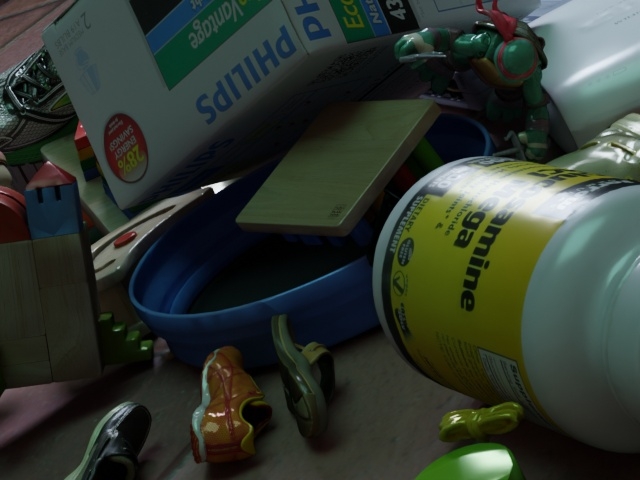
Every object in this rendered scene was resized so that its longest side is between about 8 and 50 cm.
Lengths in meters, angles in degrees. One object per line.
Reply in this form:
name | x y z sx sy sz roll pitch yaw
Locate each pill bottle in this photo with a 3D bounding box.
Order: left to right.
pill bottle | 0.189 0.045 1.344 0.188 0.188 0.334 -33 20 -19

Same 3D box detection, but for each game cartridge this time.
game cartridge | 0.215 -0.223 2.169 0.196 0.060 0.294 -33 14 -7

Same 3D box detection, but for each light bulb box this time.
light bulb box | -0.034 -0.233 1.971 0.361 0.225 0.358 -17 -13 -44

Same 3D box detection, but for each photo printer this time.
photo printer | 0.328 -0.182 1.869 0.256 0.107 0.307 -26 19 4

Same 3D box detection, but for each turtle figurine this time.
turtle figurine | 0.161 -0.154 1.759 0.118 0.175 0.234 -46 5 1

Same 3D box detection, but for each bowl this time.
bowl | 0.000 0.000 1.863 0.391 0.077 0.391 -22 20 8

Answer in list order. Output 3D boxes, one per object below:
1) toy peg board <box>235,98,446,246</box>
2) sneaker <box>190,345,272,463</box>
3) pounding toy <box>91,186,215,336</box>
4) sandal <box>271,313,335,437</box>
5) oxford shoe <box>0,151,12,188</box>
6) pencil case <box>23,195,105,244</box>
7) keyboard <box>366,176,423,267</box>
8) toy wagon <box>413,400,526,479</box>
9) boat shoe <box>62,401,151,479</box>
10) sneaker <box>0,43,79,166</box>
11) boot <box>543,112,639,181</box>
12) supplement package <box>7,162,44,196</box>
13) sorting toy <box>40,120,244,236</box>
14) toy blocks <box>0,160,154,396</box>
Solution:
toy peg board | 0.033 -0.047 1.748 0.161 0.079 0.161 3 49 52
sneaker | -0.075 0.147 1.645 0.067 0.064 0.175 -3 26 2
pounding toy | -0.223 0.014 2.002 0.269 0.155 0.154 -36 17 -26
sandal | -0.008 0.116 1.608 0.049 0.072 0.180 -13 19 -7
oxford shoe | -0.496 0.058 2.222 0.397 0.146 0.140 -45 -8 -10
pencil case | -0.352 -0.006 2.320 0.236 0.104 0.104 -23 19 5
keyboard | 0.118 0.016 1.597 0.038 0.100 0.192 -3 28 -41
toy wagon | 0.066 0.231 1.191 0.267 0.068 0.344 -13 25 33
boat shoe | -0.182 0.200 1.639 0.049 0.056 0.152 -7 37 34
sneaker | -0.312 -0.220 2.315 0.343 0.134 0.146 -34 -23 -2
boot | 0.230 -0.021 1.602 0.203 0.095 0.262 -27 18 -3
supplement package | -0.389 -0.106 2.494 0.293 0.175 0.177 -26 18 -1
sorting toy | -0.178 -0.122 2.226 0.257 0.089 0.255 -24 37 -18
toy blocks | -0.373 0.018 1.850 0.381 0.261 0.191 -7 8 -1
